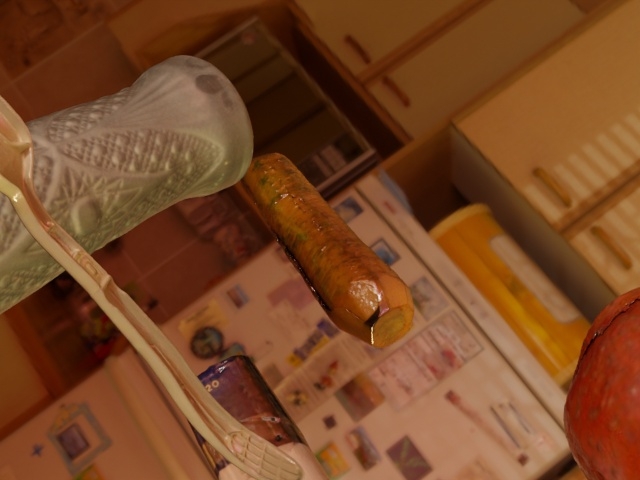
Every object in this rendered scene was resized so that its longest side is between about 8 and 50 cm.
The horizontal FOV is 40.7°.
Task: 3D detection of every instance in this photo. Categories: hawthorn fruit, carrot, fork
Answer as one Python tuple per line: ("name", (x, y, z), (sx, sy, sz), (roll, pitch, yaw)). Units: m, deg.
("hawthorn fruit", (0.376, 0.190, 0.823), (0.276, 0.276, 0.307), (56, 17, -19))
("carrot", (0.000, 0.000, 0.798), (0.260, 0.070, 0.070), (53, -6, 44))
("fork", (-0.075, 0.015, 0.301), (0.219, 0.028, 0.034), (49, 14, -17))

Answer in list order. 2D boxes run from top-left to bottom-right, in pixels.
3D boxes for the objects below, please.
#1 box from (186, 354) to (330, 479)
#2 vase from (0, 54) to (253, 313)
("box", (-0.006, 0.223, 0.629), (0.259, 0.071, 0.168), (52, -13, 38))
("vase", (-0.129, -0.020, 0.397), (0.096, 0.219, 0.096), (24, -50, 32))
